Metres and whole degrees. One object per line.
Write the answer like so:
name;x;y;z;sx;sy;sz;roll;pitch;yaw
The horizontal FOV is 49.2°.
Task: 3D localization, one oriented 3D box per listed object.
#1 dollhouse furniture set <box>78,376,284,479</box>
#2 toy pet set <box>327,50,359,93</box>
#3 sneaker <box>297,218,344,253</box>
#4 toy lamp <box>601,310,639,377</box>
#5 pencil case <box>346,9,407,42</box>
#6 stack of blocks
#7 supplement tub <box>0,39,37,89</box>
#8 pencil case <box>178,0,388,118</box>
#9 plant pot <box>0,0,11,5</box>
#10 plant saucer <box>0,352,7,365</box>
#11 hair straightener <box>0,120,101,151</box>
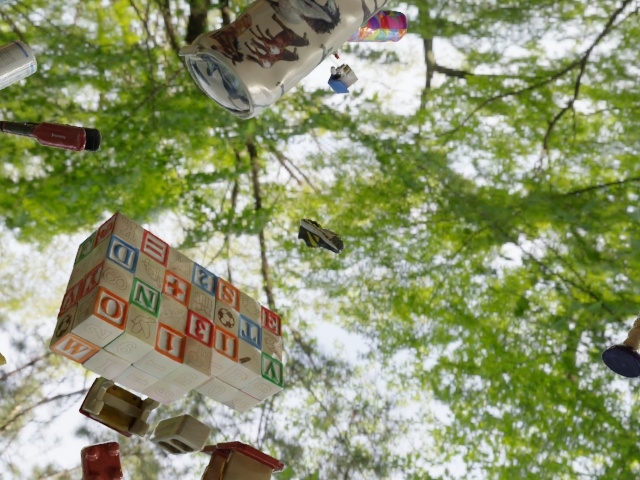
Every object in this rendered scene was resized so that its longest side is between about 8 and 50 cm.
dollhouse furniture set;-0.265;0.403;1.189;0.152;0.374;0.201;-28;-147;50
toy pet set;0.029;-0.405;1.641;0.065;0.114;0.122;-36;-140;15
sneaker;0.000;0.000;0.997;0.031;0.035;0.083;-4;-147;-47
toy lamp;0.591;0.120;1.252;0.080;0.080;0.275;23;-125;34
pencil case;0.149;-0.638;2.068;0.236;0.104;0.104;-11;-150;-40
stack of blocks;-0.182;0.118;0.910;0.087;0.297;0.171;-34;-143;27
supplement tub;-0.609;-0.334;1.343;0.071;0.071;0.107;23;-132;34
pencil case;-0.050;-0.391;1.231;0.410;0.183;0.160;-45;-153;-15
plant pot;-0.469;-0.441;0.911;0.235;0.293;0.293;-37;-147;9
plant saucer;-0.882;0.179;1.561;0.333;0.333;0.081;-13;-154;50
hair straightener;-0.478;-0.183;1.223;0.230;0.047;0.089;6;-172;21
